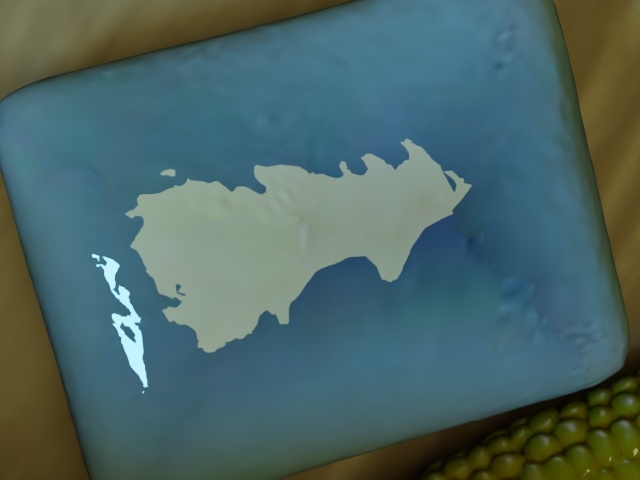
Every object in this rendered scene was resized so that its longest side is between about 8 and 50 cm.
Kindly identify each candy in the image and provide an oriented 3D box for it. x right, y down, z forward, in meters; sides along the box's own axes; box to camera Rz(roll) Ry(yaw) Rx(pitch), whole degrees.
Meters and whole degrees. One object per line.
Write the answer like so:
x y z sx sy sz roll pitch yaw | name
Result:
0.000 0.000 0.530 0.174 0.071 0.138 -16 99 -6 | candy

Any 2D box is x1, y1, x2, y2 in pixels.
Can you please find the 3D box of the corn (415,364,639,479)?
0.139 0.071 0.557 0.260 0.091 0.091 -21 108 -2 | corn
